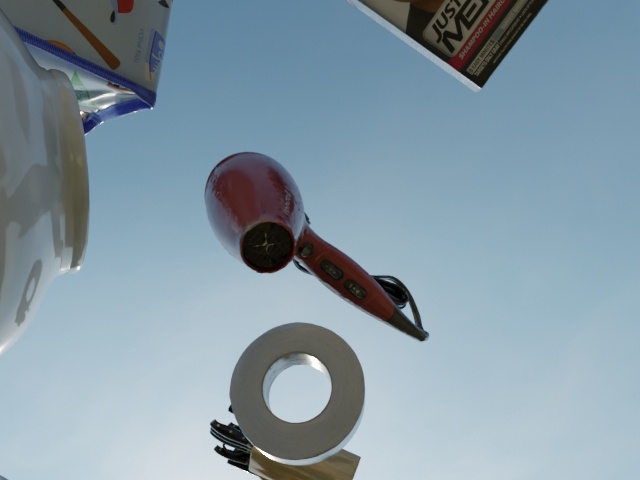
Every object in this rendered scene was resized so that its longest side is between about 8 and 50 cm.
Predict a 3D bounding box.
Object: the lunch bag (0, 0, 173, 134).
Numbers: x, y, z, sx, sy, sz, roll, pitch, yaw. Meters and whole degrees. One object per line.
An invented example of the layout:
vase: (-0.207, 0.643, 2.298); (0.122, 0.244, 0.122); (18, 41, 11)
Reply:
lunch bag: (-0.363, -0.332, 0.568); (0.385, 0.239, 0.327); (17, -109, -47)

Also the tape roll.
tape roll: (-0.035, 0.249, 0.906); (0.219, 0.219, 0.072); (-17, -29, -5)

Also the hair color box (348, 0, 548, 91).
hair color box: (0.185, -0.447, 0.966); (0.374, 0.113, 0.185); (37, -74, 3)

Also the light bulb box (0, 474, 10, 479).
light bulb box: (-0.470, 0.447, 0.604); (0.361, 0.225, 0.358); (41, -73, -16)

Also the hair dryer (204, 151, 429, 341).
hair dryer: (0.000, 0.000, 0.480); (0.080, 0.224, 0.293); (-59, -21, 7)

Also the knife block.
knife block: (-0.089, 0.431, 1.145); (0.276, 0.088, 0.242); (-21, -64, 38)

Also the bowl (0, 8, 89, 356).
bowl: (-0.234, -0.043, 0.355); (0.134, 0.298, 0.297); (-6, -57, -33)
